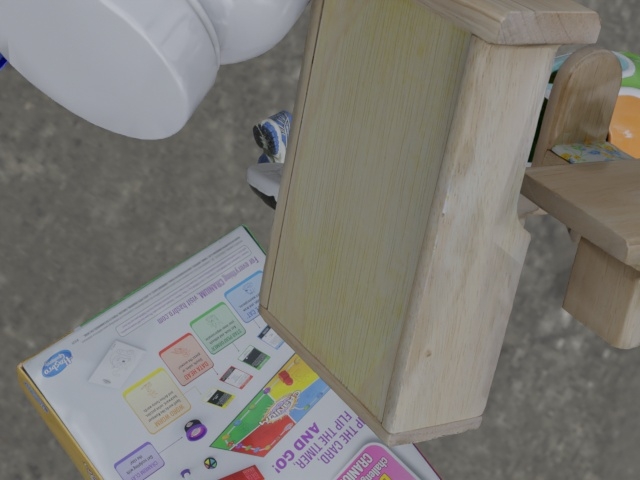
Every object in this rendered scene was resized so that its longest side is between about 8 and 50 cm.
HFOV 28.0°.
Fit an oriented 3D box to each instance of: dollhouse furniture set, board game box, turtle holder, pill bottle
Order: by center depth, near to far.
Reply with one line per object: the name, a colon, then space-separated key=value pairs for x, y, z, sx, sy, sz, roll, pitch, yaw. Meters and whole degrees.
dollhouse furniture set: x=0.183 y=-0.049 z=0.824 sx=0.394 sy=0.362 sz=0.256 roll=-6 pitch=120 yaw=-32
pill bottle: x=-0.076 y=-0.285 z=0.970 sx=0.408 sy=0.229 sz=0.229 roll=-61 pitch=145 yaw=-25
board game box: x=-0.072 y=0.175 z=1.106 sx=0.242 sy=0.316 sz=0.064 roll=-32 pitch=167 yaw=-23
turtle holder: x=0.365 y=-0.177 z=1.867 sx=0.227 sy=0.320 sz=0.243 roll=-1 pitch=131 yaw=-34

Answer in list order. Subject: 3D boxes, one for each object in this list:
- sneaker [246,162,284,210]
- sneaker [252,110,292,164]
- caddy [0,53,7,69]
sneaker: x=0.000 y=0.000 z=1.349 sx=0.079 sy=0.217 sz=0.121 roll=-17 pitch=121 yaw=-46
sneaker: x=-0.050 y=-0.121 z=1.723 sx=0.058 sy=0.052 sz=0.135 roll=-43 pitch=155 yaw=-24
caddy: x=-0.419 y=-0.216 z=1.150 sx=0.341 sy=0.179 sz=0.241 roll=-33 pitch=99 yaw=-15
